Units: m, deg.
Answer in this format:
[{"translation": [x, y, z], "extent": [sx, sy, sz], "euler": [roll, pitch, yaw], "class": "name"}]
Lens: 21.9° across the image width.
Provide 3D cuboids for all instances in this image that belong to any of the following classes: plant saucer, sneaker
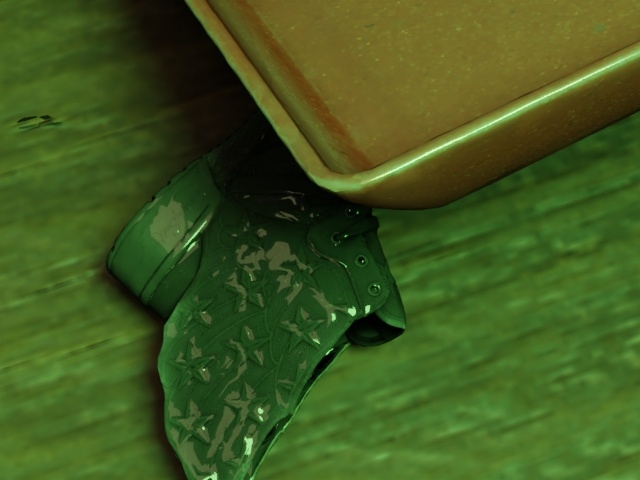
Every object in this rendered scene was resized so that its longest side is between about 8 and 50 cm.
[{"translation": [0.073, -0.121, 0.515], "extent": [0.259, 0.048, 0.258], "euler": [-25, 42, -8], "class": "plant saucer"}, {"translation": [0.000, -0.001, 0.531], "extent": [0.089, 0.051, 0.170], "euler": [44, 79, 10], "class": "sneaker"}]
